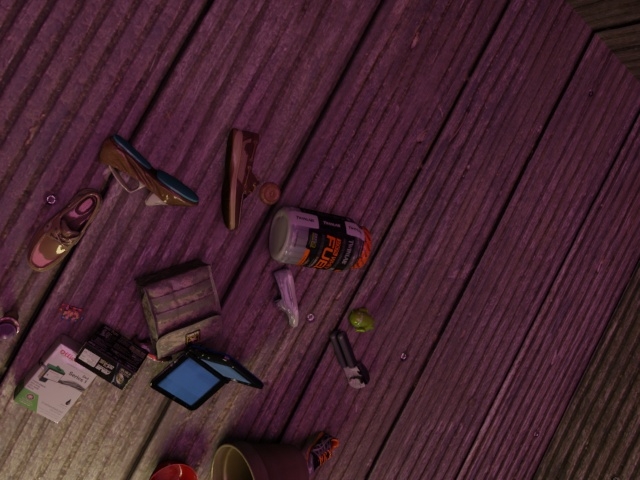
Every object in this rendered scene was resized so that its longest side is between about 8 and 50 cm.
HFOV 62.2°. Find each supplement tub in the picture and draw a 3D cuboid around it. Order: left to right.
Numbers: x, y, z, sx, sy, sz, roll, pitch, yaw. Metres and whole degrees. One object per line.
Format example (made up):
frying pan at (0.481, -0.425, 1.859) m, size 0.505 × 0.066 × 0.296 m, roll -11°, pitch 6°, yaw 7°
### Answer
supplement tub at (0.000, 0.000, 1.920) m, size 0.337 × 0.207 × 0.207 m, roll 10°, pitch 95°, yaw -26°

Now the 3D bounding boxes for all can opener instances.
can opener at (0.116, 0.480, 2.146) m, size 0.093 × 0.074 × 0.281 m, roll -48°, pitch 122°, yaw -48°

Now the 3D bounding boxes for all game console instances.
game console at (-0.376, 0.490, 1.801) m, size 0.174 × 0.250 × 0.293 m, roll -68°, pitch 149°, yaw -26°

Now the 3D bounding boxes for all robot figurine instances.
robot figurine at (0.165, 0.322, 2.130) m, size 0.115 × 0.067 × 0.101 m, roll 29°, pitch 59°, yaw -26°

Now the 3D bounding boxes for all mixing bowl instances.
mixing bowl at (-0.534, 0.856, 1.887) m, size 0.181 × 0.098 × 0.182 m, roll -4°, pitch 100°, yaw -24°

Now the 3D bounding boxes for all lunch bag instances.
lunch bag at (-0.461, 0.237, 1.767) m, size 0.235 × 0.168 × 0.287 m, roll -19°, pitch 108°, yaw -28°

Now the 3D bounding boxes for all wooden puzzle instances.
wooden puzzle at (-0.800, 0.236, 1.704) m, size 0.083 × 0.006 × 0.049 m, roll 24°, pitch 89°, yaw -26°

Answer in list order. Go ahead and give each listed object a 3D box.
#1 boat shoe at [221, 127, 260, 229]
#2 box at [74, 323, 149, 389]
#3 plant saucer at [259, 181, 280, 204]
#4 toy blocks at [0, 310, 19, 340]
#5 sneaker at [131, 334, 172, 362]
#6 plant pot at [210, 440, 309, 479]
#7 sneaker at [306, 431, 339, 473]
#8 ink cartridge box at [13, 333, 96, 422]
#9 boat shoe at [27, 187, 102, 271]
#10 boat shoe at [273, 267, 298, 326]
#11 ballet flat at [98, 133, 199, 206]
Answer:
boat shoe at (-0.263, -0.204, 1.814) m, size 0.123 × 0.123 × 0.343 m, roll 4°, pitch 92°, yaw -24°
box at (-0.659, 0.367, 1.685) m, size 0.180 × 0.147 × 0.078 m, roll 36°, pitch 101°, yaw -10°
plant saucer at (-0.180, -0.168, 1.912) m, size 0.083 × 0.015 × 0.084 m, roll -5°, pitch 101°, yaw -24°
toy blocks at (-1.045, 0.274, 1.457) m, size 0.309 × 0.260 × 0.289 m, roll -48°, pitch 115°, yaw -10°
sneaker at (-0.570, 0.367, 1.807) m, size 0.157 × 0.061 × 0.065 m, roll 28°, pitch 81°, yaw -27°
plant pot at (-0.205, 0.879, 1.954) m, size 0.280 × 0.323 × 0.324 m, roll -1°, pitch 100°, yaw -41°
sneaker at (0.005, 0.830, 2.076) m, size 0.215 × 0.083 × 0.084 m, roll -41°, pitch 132°, yaw -61°
ink cartridge box at (-0.825, 0.434, 1.680) m, size 0.160 × 0.092 × 0.219 m, roll 41°, pitch 82°, yaw -25°
boat shoe at (-0.779, -0.031, 1.614) m, size 0.109 × 0.098 × 0.302 m, roll 42°, pitch 81°, yaw -25°
boat shoe at (-0.134, 0.216, 1.976) m, size 0.081 × 0.079 × 0.228 m, roll -11°, pitch 99°, yaw -13°
ballet flat at (-0.556, -0.189, 1.693) m, size 0.342 × 0.116 × 0.124 m, roll 38°, pitch 103°, yaw -25°
